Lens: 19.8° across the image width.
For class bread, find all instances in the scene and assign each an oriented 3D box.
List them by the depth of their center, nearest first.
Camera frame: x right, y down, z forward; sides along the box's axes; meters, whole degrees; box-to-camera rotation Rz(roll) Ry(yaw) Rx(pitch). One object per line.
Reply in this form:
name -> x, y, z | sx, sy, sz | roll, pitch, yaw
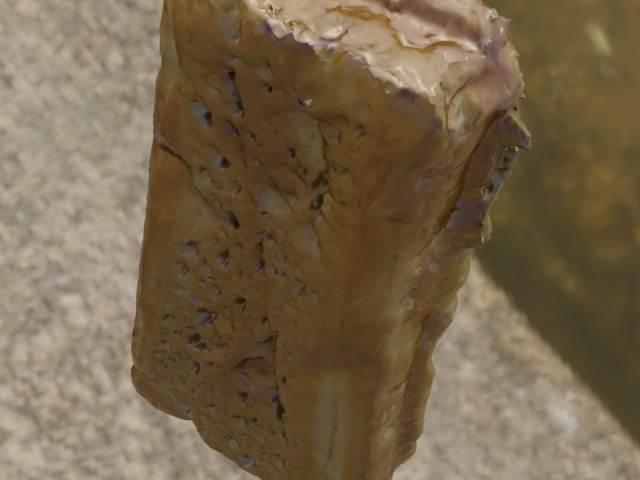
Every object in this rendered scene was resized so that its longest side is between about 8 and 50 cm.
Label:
bread -> -0.001, 0.001, 0.698 | 0.139, 0.271, 0.077 | 29, 52, 16
